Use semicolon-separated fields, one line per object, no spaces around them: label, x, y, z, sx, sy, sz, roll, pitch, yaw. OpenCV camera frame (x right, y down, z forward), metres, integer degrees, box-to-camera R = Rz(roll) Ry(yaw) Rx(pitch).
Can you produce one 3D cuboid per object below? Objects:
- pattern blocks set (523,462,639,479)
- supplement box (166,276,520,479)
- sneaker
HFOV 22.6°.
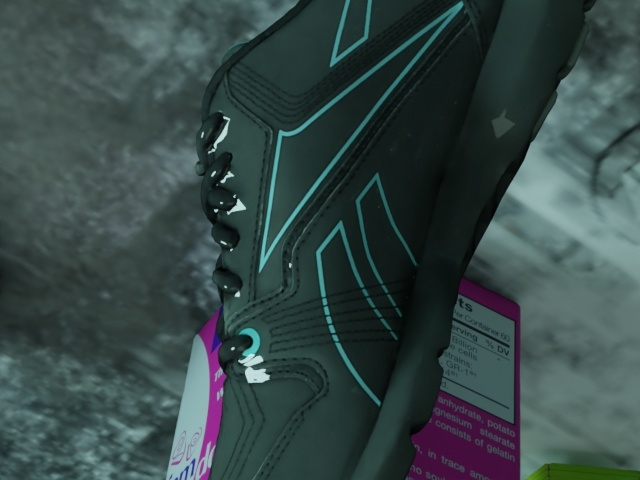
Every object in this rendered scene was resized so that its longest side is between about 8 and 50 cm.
pattern blocks set;0.212;0.181;0.813;0.285;0.026;0.325;33;129;-24
supplement box;0.006;0.111;0.633;0.114;0.220;0.111;27;131;-17
sneaker;0.000;0.000;0.524;0.106;0.267;0.101;24;162;-3
